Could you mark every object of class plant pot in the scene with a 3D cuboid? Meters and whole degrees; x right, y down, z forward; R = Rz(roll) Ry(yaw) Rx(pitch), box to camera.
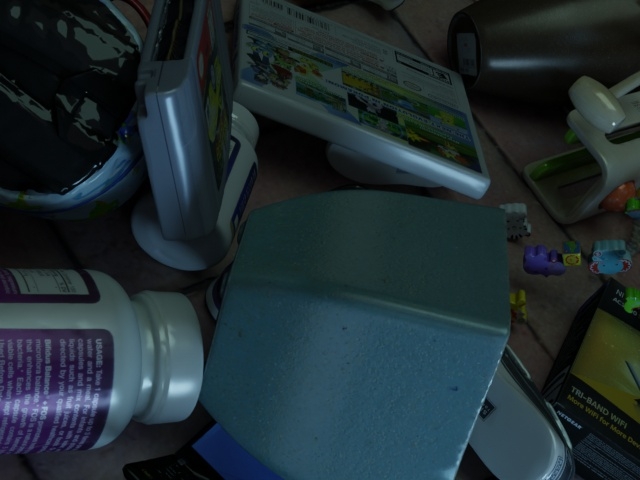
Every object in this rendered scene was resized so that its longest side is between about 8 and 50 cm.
[{"bbox_3d":[0.302,-0.276,1.827,0.230,0.215,0.215,-10,59,-19],"label":"plant pot"},{"bbox_3d":[0.024,0.090,1.262,0.252,0.248,0.247,16,29,-1],"label":"plant pot"}]

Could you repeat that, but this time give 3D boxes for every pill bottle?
[{"bbox_3d":[-0.130,-0.068,1.450,0.112,0.112,0.187,26,45,-8],"label":"pill bottle"},{"bbox_3d":[-0.267,0.109,1.187,0.301,0.169,0.169,2,54,-28],"label":"pill bottle"}]

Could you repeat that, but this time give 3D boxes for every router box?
[{"bbox_3d":[0.415,0.220,1.546,0.309,0.081,0.243,35,44,0],"label":"router box"}]

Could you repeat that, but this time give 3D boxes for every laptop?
[{"bbox_3d":[-0.028,0.240,1.228,0.234,0.136,0.264,42,1,11],"label":"laptop"}]

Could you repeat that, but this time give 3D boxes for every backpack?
[{"bbox_3d":[-0.319,-0.169,1.306,0.355,0.273,0.290,25,77,20],"label":"backpack"}]

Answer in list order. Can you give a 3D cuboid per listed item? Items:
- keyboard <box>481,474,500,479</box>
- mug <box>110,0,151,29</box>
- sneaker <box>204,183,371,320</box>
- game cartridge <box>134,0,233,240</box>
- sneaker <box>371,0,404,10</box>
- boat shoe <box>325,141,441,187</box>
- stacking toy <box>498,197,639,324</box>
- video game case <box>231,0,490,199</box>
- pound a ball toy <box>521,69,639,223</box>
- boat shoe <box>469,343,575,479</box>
[{"bbox_3d":[0.157,0.309,1.371,0.192,0.038,0.100,-15,39,-36],"label":"keyboard"},{"bbox_3d":[-0.235,-0.181,1.464,0.169,0.150,0.113,40,41,-1],"label":"mug"},{"bbox_3d":[0.000,0.000,1.459,0.107,0.124,0.283,42,45,7],"label":"sneaker"},{"bbox_3d":[-0.129,-0.144,1.305,0.060,0.196,0.294,0,40,2],"label":"game cartridge"},{"bbox_3d":[-0.034,-0.416,1.771,0.384,0.145,0.147,6,51,-24],"label":"sneaker"},{"bbox_3d":[0.085,-0.113,1.650,0.184,0.066,0.063,2,36,-23],"label":"boat shoe"},{"bbox_3d":[0.314,0.026,1.598,0.221,0.052,0.167,-3,45,15],"label":"stacking toy"},{"bbox_3d":[0.045,-0.192,1.650,0.329,0.036,0.300,21,29,-14],"label":"video game case"},{"bbox_3d":[0.424,-0.129,1.751,0.319,0.208,0.136,-17,64,-39],"label":"pound a ball toy"},{"bbox_3d":[0.178,0.153,1.461,0.301,0.108,0.102,50,13,32],"label":"boat shoe"}]
